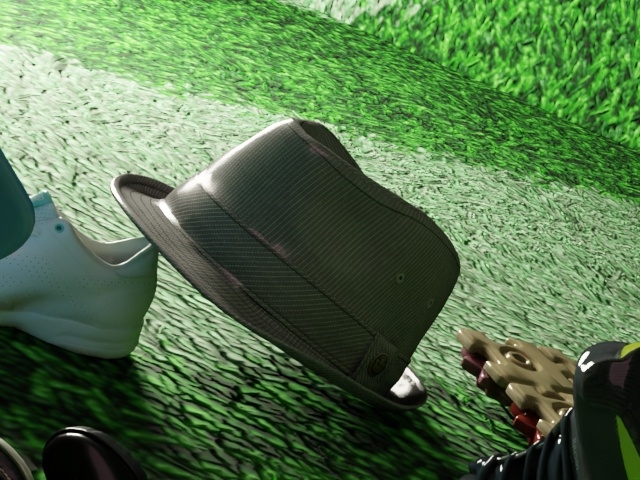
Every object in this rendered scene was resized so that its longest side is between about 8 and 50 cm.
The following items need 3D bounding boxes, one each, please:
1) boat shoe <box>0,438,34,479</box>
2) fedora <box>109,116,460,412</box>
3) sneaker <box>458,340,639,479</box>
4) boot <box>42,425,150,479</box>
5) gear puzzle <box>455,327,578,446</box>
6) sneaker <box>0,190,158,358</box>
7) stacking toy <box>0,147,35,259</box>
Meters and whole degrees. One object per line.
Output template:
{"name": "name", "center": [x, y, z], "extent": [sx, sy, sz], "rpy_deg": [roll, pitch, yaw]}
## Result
{"name": "boat shoe", "center": [-0.197, 0.107, 0.790], "extent": [0.125, 0.046, 0.038], "rpy_deg": [26, 16, 23]}
{"name": "fedora", "center": [0.000, 0.000, 1.104], "extent": [0.275, 0.124, 0.244], "rpy_deg": [36, 6, -43]}
{"name": "sneaker", "center": [0.126, 0.143, 0.817], "extent": [0.121, 0.300, 0.111], "rpy_deg": [5, 57, 9]}
{"name": "boot", "center": [-0.109, 0.144, 0.735], "extent": [0.121, 0.045, 0.099], "rpy_deg": [52, 23, 12]}
{"name": "gear puzzle", "center": [0.229, 0.176, 1.141], "extent": [0.175, 0.044, 0.339], "rpy_deg": [14, 21, -31]}
{"name": "sneaker", "center": [-0.202, 0.009, 1.011], "extent": [0.212, 0.094, 0.080], "rpy_deg": [11, 21, -31]}
{"name": "stacking toy", "center": [-0.236, 0.031, 0.731], "extent": [0.166, 0.175, 0.302], "rpy_deg": [60, 5, -30]}
